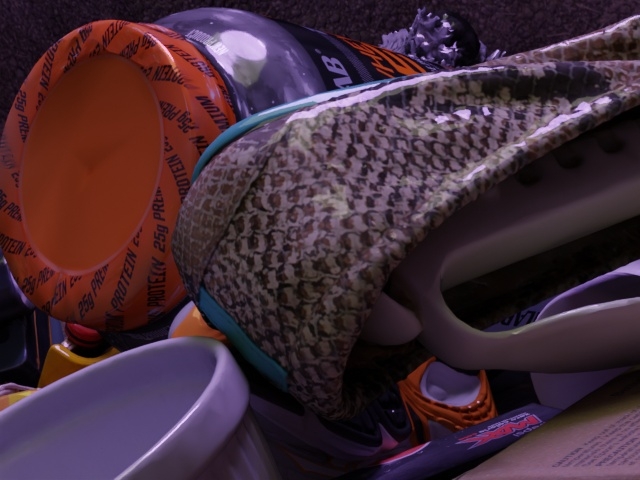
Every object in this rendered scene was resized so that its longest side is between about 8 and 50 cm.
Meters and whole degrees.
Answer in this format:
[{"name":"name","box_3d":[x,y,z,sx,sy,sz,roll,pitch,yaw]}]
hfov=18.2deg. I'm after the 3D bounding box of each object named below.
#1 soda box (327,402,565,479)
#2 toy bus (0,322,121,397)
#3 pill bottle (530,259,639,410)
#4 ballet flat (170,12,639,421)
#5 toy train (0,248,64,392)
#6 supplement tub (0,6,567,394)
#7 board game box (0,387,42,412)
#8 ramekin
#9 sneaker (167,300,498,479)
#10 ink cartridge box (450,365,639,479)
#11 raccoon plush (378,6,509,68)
[{"name":"soda box","box_3d":[0.051,0.130,0.949,0.169,0.053,0.060,-18,9,-22]},{"name":"toy bus","box_3d":[-0.104,0.087,1.312,0.202,0.104,0.191,-54,-18,-3]},{"name":"pill bottle","box_3d":[0.211,0.036,1.050,0.221,0.124,0.124,-22,11,-41]},{"name":"ballet flat","box_3d":[0.174,-0.036,0.919,0.483,0.164,0.182,-22,52,-19]},{"name":"toy train","box_3d":[-0.345,0.096,1.470,0.334,0.142,0.190,-18,-35,10]},{"name":"supplement tub","box_3d":[-0.007,-0.017,1.160,0.207,0.207,0.338,-7,-11,42]},{"name":"board game box","box_3d":[-0.270,0.152,1.223,0.259,0.039,0.124,-16,-27,7]},{"name":"ramekin","box_3d":[-0.104,0.139,0.842,0.207,0.109,0.207,-27,14,7]},{"name":"sneaker","box_3d":[-0.009,0.092,1.028,0.121,0.099,0.262,-30,-28,23]},{"name":"ink cartridge box","box_3d":[0.202,0.093,0.816,0.193,0.088,0.235,-9,11,43]},{"name":"raccoon plush","box_3d":[0.000,0.000,1.623,0.446,0.216,0.299,-31,6,41]}]
